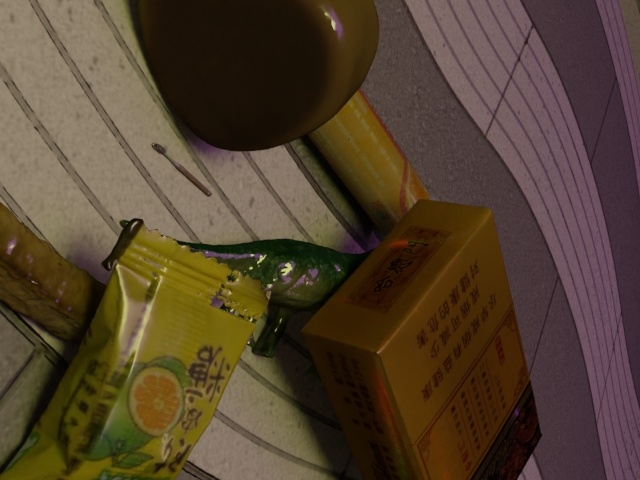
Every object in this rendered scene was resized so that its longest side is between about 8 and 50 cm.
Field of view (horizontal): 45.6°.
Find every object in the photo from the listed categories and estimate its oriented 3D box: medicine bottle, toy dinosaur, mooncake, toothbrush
[{"bbox_3d":[0.024,-0.154,0.973,0.426,0.108,0.108,49,51,-41],"label":"medicine bottle"},{"bbox_3d":[0.000,0.000,0.898,0.447,0.087,0.301,39,72,-39],"label":"toy dinosaur"},{"bbox_3d":[-0.065,-0.198,0.758,0.117,0.234,0.235,-53,130,-44],"label":"mooncake"},{"bbox_3d":[-0.146,-0.075,0.813,0.097,0.008,0.006,45,68,-45],"label":"toothbrush"}]

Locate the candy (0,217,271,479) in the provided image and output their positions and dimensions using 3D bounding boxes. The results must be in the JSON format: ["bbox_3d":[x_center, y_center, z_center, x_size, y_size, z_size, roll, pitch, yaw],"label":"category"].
[{"bbox_3d":[-0.169,0.142,0.663,0.187,0.081,0.297,31,89,-46],"label":"candy"}]

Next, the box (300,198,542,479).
[{"bbox_3d":[0.150,0.193,0.960,0.264,0.115,0.415,-47,131,-34],"label":"box"}]

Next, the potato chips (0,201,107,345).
[{"bbox_3d":[-0.223,0.035,0.660,0.407,0.057,0.080,45,50,-44],"label":"potato chips"}]
